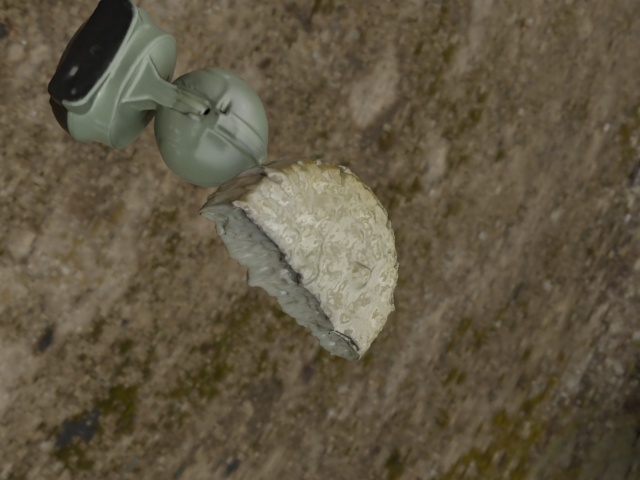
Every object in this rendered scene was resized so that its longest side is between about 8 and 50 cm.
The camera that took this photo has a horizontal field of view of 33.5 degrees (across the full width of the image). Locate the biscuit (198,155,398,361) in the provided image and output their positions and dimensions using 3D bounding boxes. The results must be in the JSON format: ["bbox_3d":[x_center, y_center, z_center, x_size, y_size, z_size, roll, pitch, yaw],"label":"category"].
[{"bbox_3d":[0.000,0.000,1.237,0.281,0.084,0.179,45,69,-31],"label":"biscuit"}]

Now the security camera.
[{"bbox_3d":[-0.196,-0.179,1.422,0.197,0.277,0.191,-62,172,-11],"label":"security camera"}]
